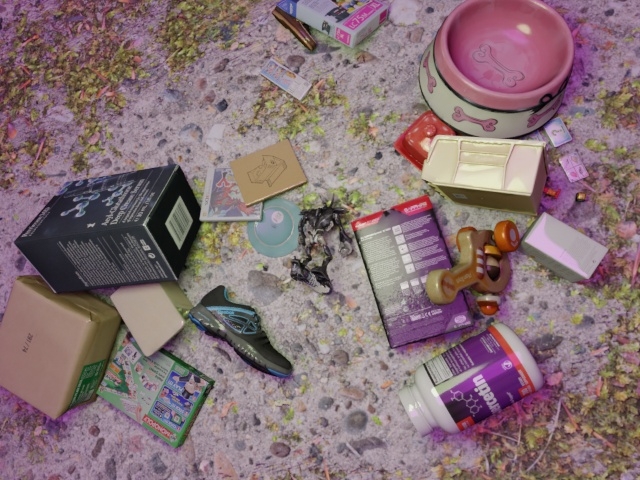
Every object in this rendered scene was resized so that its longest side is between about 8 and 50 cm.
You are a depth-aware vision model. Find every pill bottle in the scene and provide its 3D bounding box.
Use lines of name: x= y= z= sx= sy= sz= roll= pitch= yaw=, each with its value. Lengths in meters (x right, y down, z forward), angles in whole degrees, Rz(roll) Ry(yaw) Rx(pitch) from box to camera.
pill bottle: x=0.365 y=0.354 z=1.144 sx=0.323 sy=0.181 sz=0.181 roll=-32 pitch=75 yaw=6

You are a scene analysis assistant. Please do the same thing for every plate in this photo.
plate: x=-0.140 y=-0.042 z=1.407 sx=0.188 sy=0.024 sz=0.188 roll=-2 pitch=80 yaw=13

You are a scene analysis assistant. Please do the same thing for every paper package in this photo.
paper package: x=-0.800 y=0.310 z=1.393 sx=0.309 sy=0.168 sz=0.325 roll=23 pitch=96 yaw=15

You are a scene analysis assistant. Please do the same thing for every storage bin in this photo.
storage bin: x=0.418 y=-0.160 z=1.156 sx=0.260 sy=0.262 sz=0.123 roll=12 pitch=89 yaw=29

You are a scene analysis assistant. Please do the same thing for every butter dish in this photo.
butter dish: x=0.309 y=-0.291 z=1.301 sx=0.160 sy=0.118 sz=0.160 roll=-44 pitch=74 yaw=1

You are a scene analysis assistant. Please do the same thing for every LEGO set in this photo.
LEGO set: x=0.618 y=-0.200 z=1.250 sx=0.182 sy=0.060 sz=0.244 roll=-23 pitch=77 yaw=12

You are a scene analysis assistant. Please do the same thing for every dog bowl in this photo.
dog bowl: x=0.480 y=-0.484 z=1.239 sx=0.408 sy=0.150 sz=0.408 roll=-1 pitch=72 yaw=2

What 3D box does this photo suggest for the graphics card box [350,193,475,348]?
graphics card box: x=0.247 y=0.087 z=1.263 sx=0.232 sy=0.094 sz=0.371 roll=-19 pitch=76 yaw=8

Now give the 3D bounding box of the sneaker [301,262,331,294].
sneaker: x=-0.028 y=0.113 z=1.337 sx=0.135 sy=0.058 sz=0.052 roll=33 pitch=89 yaw=15

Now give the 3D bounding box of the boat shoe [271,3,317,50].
boat shoe: x=-0.074 y=-0.699 z=1.480 sx=0.073 sy=0.073 sz=0.207 roll=-41 pitch=75 yaw=5

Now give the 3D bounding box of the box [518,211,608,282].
box: x=0.608 y=0.021 z=1.174 sx=0.170 sy=0.130 sz=0.091 roll=35 pitch=90 yaw=15

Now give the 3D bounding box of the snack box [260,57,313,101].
snack box: x=-0.111 y=-0.518 z=1.484 sx=0.178 sy=0.022 sz=0.064 roll=38 pitch=91 yaw=16

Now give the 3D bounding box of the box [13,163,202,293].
box: x=-0.592 y=-0.036 z=1.345 sx=0.395 sy=0.212 sz=0.293 roll=-8 pitch=40 yaw=11

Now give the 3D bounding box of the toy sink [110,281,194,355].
toy sink: x=-0.486 y=0.213 z=1.386 sx=0.153 sy=0.131 sz=0.234 roll=-43 pitch=70 yaw=3

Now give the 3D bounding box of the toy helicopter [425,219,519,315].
toy helicopter: x=0.373 y=0.094 z=1.132 sx=0.140 sy=0.355 sz=0.235 roll=-11 pitch=94 yaw=47

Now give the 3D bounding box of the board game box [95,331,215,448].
board game box: x=-0.503 y=0.444 z=1.392 sx=0.317 sy=0.046 sz=0.213 roll=27 pitch=88 yaw=15

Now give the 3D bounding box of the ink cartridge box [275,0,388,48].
ink cartridge box: x=0.033 y=-0.732 z=1.436 sx=0.311 sy=0.065 sz=0.186 roll=34 pitch=64 yaw=18

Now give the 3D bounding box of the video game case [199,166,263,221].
video game case: x=-0.272 y=-0.147 z=1.440 sx=0.201 sy=0.023 sz=0.183 roll=0 pitch=71 yaw=12

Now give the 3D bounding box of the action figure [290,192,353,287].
action figure: x=0.000 y=0.000 z=1.314 sx=0.164 sy=0.141 sz=0.276 roll=2 pitch=54 yaw=20

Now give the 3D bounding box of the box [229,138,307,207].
box: x=-0.163 y=-0.210 z=1.417 sx=0.201 sy=0.021 sz=0.164 roll=-23 pitch=71 yaw=-4

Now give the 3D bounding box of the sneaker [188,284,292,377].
sneaker: x=-0.209 y=0.261 z=1.319 sx=0.341 sy=0.125 sz=0.140 roll=36 pitch=64 yaw=5
